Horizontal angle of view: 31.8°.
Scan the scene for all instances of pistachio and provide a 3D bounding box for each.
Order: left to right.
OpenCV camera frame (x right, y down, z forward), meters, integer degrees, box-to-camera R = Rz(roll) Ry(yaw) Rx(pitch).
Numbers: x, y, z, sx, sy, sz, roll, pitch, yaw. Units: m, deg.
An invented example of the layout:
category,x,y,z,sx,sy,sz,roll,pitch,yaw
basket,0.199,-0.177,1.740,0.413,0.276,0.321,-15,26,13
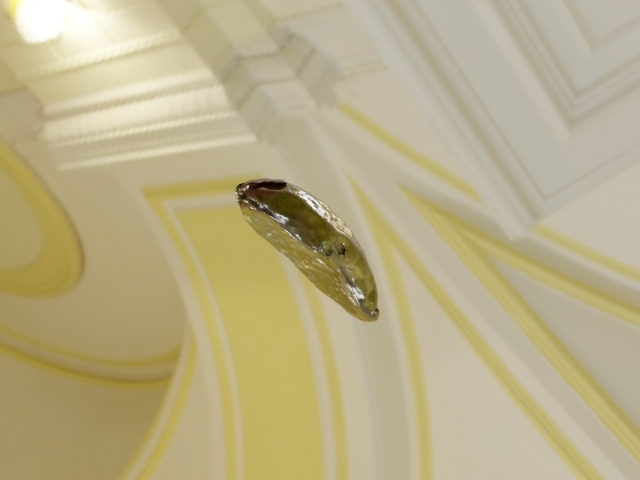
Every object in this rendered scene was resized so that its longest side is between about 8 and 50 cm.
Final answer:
category,x,y,z,sx,sy,sz,roll,pitch,yaw
pistachio,0.000,0.000,0.990,0.049,0.173,0.089,-51,-166,-18
